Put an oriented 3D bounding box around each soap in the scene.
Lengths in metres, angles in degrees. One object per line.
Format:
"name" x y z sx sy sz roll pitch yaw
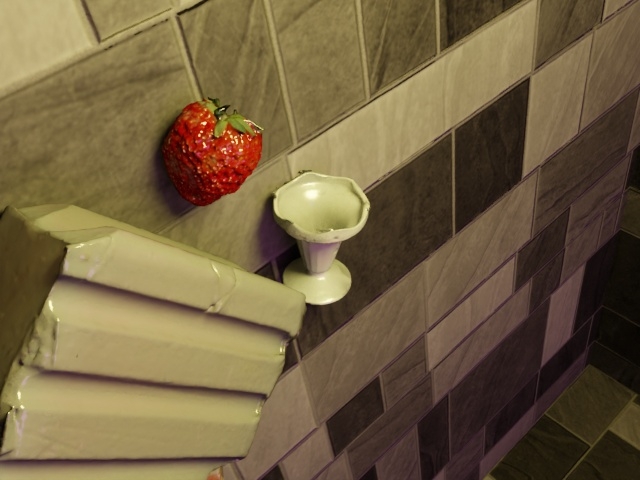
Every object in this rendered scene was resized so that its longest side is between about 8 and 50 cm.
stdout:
"soap" -0.257 0.163 0.896 0.435 0.212 0.351 21 89 -51

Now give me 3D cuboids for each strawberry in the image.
"strawberry" -0.155 -0.119 0.908 0.148 0.131 0.131 -57 143 3

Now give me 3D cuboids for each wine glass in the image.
"wine glass" 0.000 0.000 1.136 0.164 0.165 0.197 -31 141 -29

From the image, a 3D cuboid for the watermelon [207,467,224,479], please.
"watermelon" -0.264 0.472 1.231 0.231 0.146 0.128 -40 112 1
